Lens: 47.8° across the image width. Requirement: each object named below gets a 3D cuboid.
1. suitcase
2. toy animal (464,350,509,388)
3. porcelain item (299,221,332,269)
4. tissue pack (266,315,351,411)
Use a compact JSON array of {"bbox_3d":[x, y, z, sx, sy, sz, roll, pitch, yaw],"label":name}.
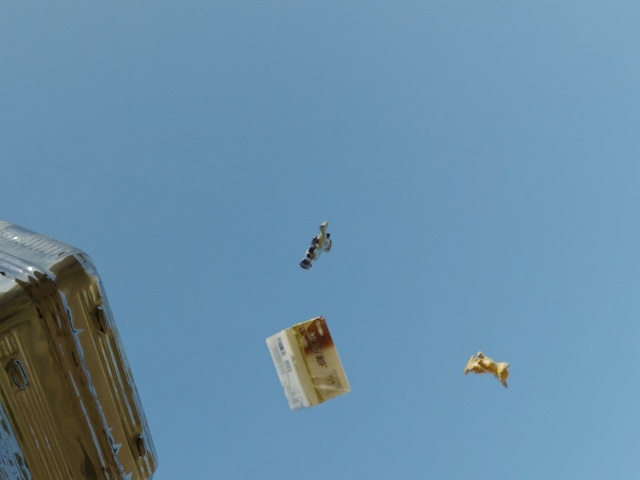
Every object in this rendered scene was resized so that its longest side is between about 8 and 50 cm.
[{"bbox_3d":[-0.272,0.136,0.673,0.128,0.202,0.312,-38,-49,-42],"label":"suitcase"},{"bbox_3d":[0.348,0.271,1.489,0.083,0.060,0.081,34,-66,-5],"label":"toy animal"},{"bbox_3d":[0.000,0.000,1.283,0.021,0.136,0.075,22,-70,11],"label":"porcelain item"},{"bbox_3d":[-0.023,0.231,1.348,0.099,0.106,0.149,-16,-100,-28],"label":"tissue pack"}]
